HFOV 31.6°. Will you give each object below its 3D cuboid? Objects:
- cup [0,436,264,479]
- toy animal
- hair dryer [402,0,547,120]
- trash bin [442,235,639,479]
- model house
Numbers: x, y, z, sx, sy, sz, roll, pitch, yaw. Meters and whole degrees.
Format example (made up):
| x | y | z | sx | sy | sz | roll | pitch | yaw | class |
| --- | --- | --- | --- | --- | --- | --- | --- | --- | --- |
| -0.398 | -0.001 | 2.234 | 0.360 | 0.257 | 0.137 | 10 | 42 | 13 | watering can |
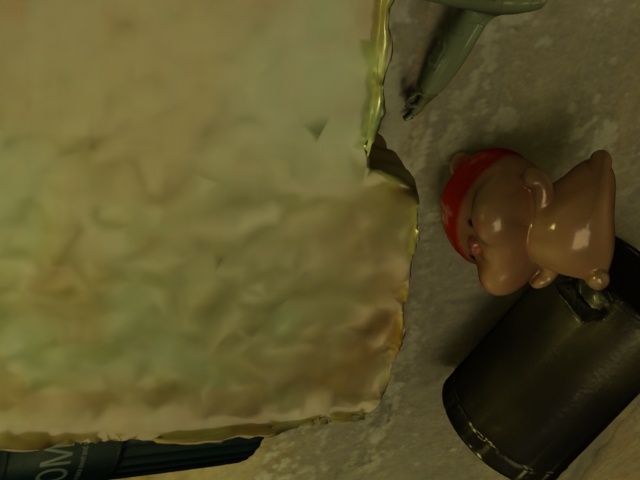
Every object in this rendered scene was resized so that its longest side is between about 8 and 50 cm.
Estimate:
| x | y | z | sx | sy | sz | roll | pitch | yaw | class |
| --- | --- | --- | --- | --- | --- | --- | --- | --- | --- |
| -0.212 | 0.107 | 1.183 | 0.292 | 0.242 | 0.308 | 1 | 115 | -28 | cup |
| 0.235 | -0.027 | 1.293 | 0.197 | 0.171 | 0.171 | 3 | 145 | 23 | toy animal |
| 0.100 | -0.205 | 1.137 | 0.206 | 0.075 | 0.237 | -1 | 142 | -15 | hair dryer |
| 0.328 | 0.152 | 1.498 | 0.252 | 0.203 | 0.302 | -3 | 136 | -48 | trash bin |
| -0.154 | -0.129 | 0.872 | 0.394 | 0.400 | 0.446 | -2 | 123 | -11 | model house |
